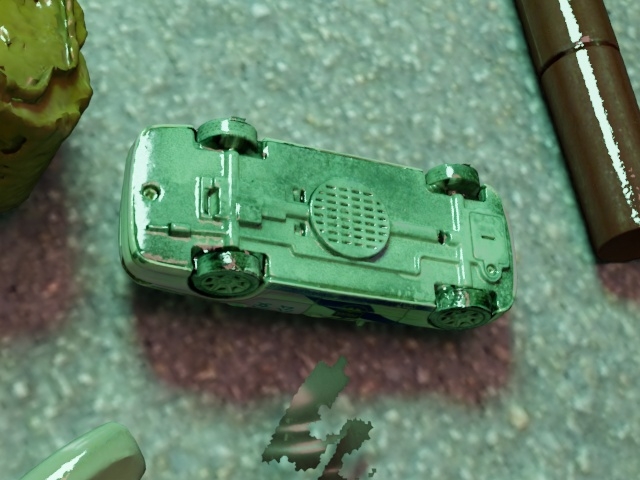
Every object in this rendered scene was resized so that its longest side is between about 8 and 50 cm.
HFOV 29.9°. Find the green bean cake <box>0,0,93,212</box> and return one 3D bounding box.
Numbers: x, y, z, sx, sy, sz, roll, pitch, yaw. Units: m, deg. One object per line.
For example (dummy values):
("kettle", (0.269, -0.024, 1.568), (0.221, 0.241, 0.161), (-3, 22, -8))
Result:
("green bean cake", (-0.241, -0.130, 0.588), (0.224, 0.131, 0.230), (7, 55, -34))

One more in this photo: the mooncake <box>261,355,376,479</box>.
("mooncake", (0.070, 0.227, 0.579), (0.347, 0.057, 0.150), (49, 48, 3))

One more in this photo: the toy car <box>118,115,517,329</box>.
("toy car", (0.000, 0.000, 0.654), (0.224, 0.076, 0.090), (10, 60, -22))

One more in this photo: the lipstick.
("lipstick", (0.158, -0.156, 0.794), (0.057, 0.057, 0.357), (-2, 65, -19))

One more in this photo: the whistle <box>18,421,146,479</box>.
("whistle", (-0.170, 0.166, 0.504), (0.092, 0.110, 0.244), (23, 54, 36))
